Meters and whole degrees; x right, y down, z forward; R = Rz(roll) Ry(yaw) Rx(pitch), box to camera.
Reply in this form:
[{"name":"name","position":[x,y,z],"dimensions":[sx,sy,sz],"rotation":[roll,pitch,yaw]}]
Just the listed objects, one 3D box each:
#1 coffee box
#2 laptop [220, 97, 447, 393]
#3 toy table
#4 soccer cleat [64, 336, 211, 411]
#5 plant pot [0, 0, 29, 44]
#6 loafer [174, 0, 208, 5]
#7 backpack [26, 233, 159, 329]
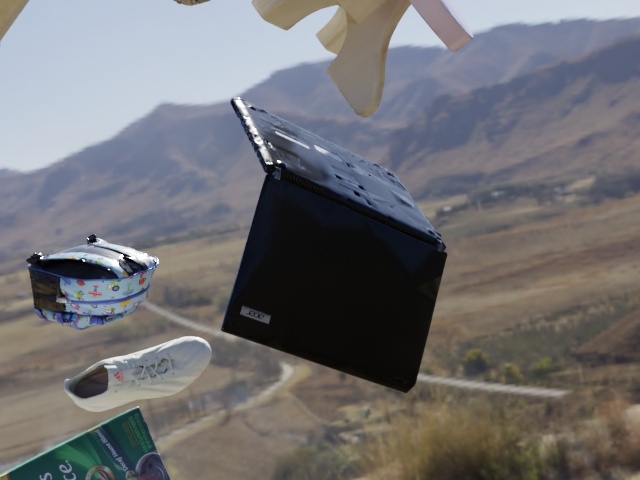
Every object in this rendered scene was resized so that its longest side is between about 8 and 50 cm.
[{"name":"coffee box","position":[-0.257,0.269,1.072],"dimensions":[0.184,0.113,0.040],"rotation":[-22,-3,-40]},{"name":"laptop","position":[0.000,0.000,1.039],"dimensions":[0.234,0.137,0.264],"rotation":[23,22,-30]},{"name":"toy table","position":[0.035,-0.291,1.133],"dimensions":[0.161,0.274,0.252],"rotation":[-37,-24,18]},{"name":"soccer cleat","position":[-0.234,0.173,1.272],"dimensions":[0.196,0.068,0.076],"rotation":[-22,-28,11]},{"name":"plant pot","position":[-0.576,-0.438,1.551],"dimensions":[0.305,0.334,0.333],"rotation":[-30,-6,31]},{"name":"loafer","position":[-0.152,-0.260,1.011],"dimensions":[0.039,0.045,0.125],"rotation":[-36,38,-20]},{"name":"backpack","position":[-0.331,0.068,1.496],"dimensions":[0.173,0.117,0.158],"rotation":[8,17,32]}]
